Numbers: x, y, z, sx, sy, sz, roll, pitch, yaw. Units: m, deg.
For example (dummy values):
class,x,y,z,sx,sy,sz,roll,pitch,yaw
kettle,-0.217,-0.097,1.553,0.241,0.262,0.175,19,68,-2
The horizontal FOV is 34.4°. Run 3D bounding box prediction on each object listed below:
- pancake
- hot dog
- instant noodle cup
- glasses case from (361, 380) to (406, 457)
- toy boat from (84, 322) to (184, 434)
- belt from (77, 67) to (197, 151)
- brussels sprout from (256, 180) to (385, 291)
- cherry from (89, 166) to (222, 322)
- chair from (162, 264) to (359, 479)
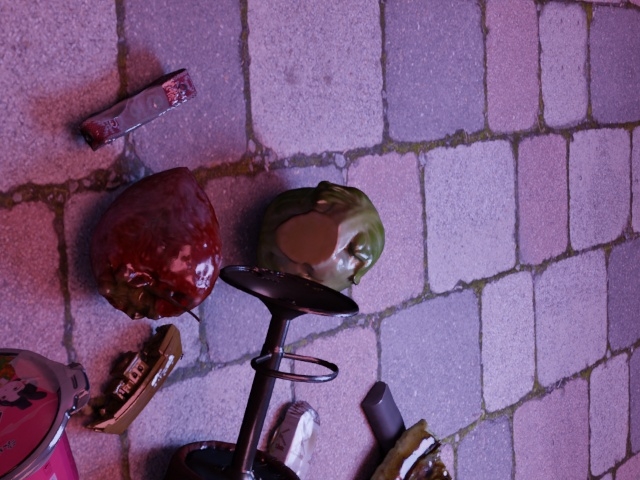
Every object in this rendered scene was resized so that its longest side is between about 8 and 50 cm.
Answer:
class,x,y,z,sx,sy,sz,roll,pitch,yaw
pancake,0.165,0.594,2.105,0.305,0.067,0.427,47,67,-38
hot dog,-0.052,0.383,1.877,0.099,0.053,0.192,35,63,-47
instant noodle cup,-0.416,0.289,1.309,0.258,0.302,0.182,-105,-177,-53
glasses case,0.143,0.382,2.120,0.072,0.042,0.191,-53,130,-43
toy boat,-0.285,0.211,1.581,0.072,0.064,0.206,50,55,-22
belt,-0.277,-0.196,1.557,0.232,0.071,0.053,-40,115,-44
brussels sprout,0.000,0.000,1.776,0.244,0.244,0.244,-5,97,-50
cherry,-0.235,0.000,1.533,0.175,0.192,0.250,89,14,-68
chair,-0.100,0.259,1.607,0.226,0.226,0.401,5,105,-50
